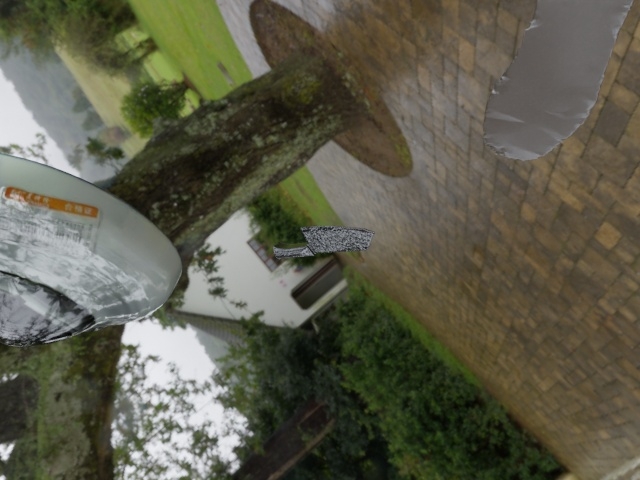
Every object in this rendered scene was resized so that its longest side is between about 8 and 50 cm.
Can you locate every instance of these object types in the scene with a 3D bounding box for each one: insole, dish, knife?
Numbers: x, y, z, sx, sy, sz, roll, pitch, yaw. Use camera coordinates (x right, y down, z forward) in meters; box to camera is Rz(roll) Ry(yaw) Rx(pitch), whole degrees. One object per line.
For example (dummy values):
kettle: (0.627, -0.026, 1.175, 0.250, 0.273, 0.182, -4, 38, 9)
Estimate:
insole: (0.247, -0.181, 0.581, 0.111, 0.007, 0.328, 17, 155, 12)
dish: (-0.298, 0.044, 0.569, 0.273, 0.134, 0.273, 11, 150, 6)
knife: (0.000, 0.000, 0.902, 0.230, 0.028, 0.060, -6, 122, 44)
